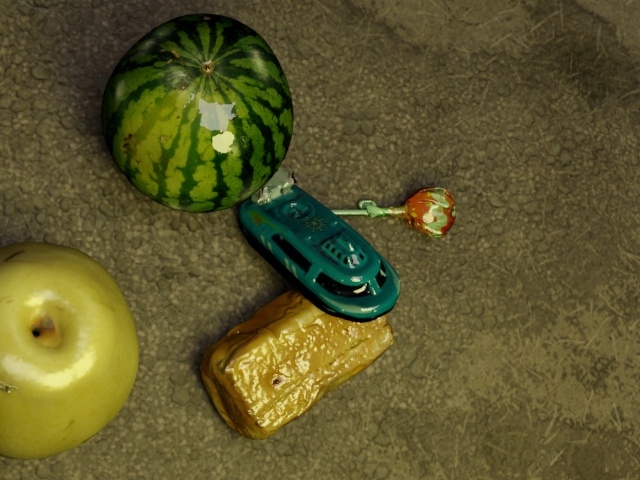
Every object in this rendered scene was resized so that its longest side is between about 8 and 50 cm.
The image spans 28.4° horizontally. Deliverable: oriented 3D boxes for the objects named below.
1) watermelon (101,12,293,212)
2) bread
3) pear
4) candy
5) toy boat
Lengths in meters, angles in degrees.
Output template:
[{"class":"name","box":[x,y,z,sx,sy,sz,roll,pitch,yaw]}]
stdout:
[{"class":"watermelon","box":[-0.181,-0.184,1.865,0.285,0.285,0.285,4,80,-21]},{"class":"bread","box":[-0.037,0.166,1.944,0.294,0.132,0.167,-35,95,-24]},{"class":"pear","box":[-0.394,0.147,1.724,0.309,0.309,0.309,4,80,-21]},{"class":"candy","box":[0.085,-0.043,2.070,0.288,0.078,0.084,-2,102,-12]},{"class":"toy boat","box":[0.000,0.000,1.923,0.134,0.092,0.299,-32,56,-29]}]
